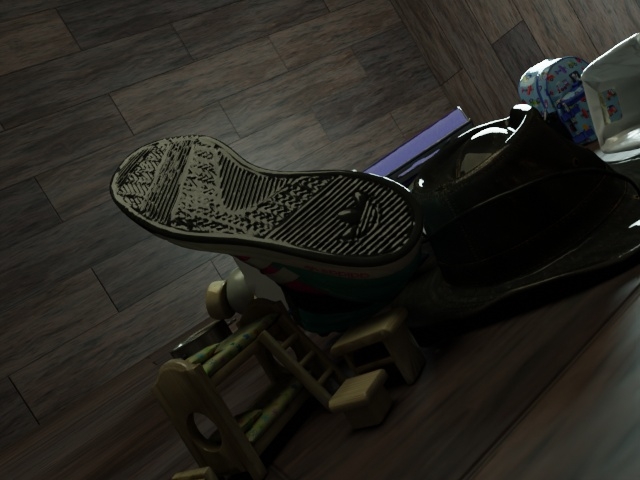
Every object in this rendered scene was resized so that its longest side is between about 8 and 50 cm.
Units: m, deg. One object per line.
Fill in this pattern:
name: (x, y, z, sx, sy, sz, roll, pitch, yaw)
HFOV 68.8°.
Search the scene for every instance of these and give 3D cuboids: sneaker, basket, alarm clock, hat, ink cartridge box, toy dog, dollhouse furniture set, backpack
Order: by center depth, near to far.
dollhouse furniture set: (-0.040, 0.104, 0.318, 0.161, 0.101, 0.182, -30, 3, 34)
sneaker: (-0.045, 0.000, 0.457, 0.123, 0.296, 0.178, -64, -23, -24)
hat: (0.182, -0.052, 0.465, 0.331, 0.134, 0.331, -32, 2, 1)
basket: (0.379, -0.168, 0.513, 0.103, 0.113, 0.167, -16, 3, 13)
ink cartridge box: (0.185, -0.120, 0.789, 0.176, 0.069, 0.371, -33, -13, 19)
backpack: (0.474, -0.272, 0.888, 0.158, 0.173, 0.117, -31, 2, -14)
alarm clock: (-0.257, 0.228, 0.982, 0.129, 0.064, 0.192, -30, -1, 23)
toy dog: (-0.132, 0.076, 1.059, 0.220, 0.160, 0.333, -3, 5, -3)

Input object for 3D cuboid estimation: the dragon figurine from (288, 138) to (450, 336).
dragon figurine: (0.079, 0.001, 0.584, 0.289, 0.085, 0.144, -33, 46, -4)

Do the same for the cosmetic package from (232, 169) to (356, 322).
cosmetic package: (0.000, 0.000, 0.936, 0.155, 0.197, 0.365, -29, 4, 28)
